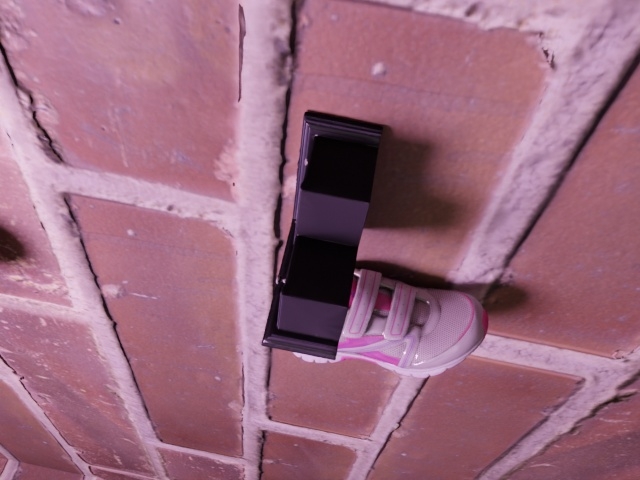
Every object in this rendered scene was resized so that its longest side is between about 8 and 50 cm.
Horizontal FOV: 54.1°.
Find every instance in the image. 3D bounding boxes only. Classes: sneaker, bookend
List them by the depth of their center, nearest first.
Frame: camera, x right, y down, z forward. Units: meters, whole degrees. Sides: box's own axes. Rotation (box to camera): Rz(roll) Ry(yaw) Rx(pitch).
[{"bbox_3d":[0.000,0.000,0.565,0.072,0.157,0.156,11,146,1],"label":"bookend"},{"bbox_3d":[0.061,0.088,0.718,0.252,0.103,0.111,-4,144,21],"label":"sneaker"}]
